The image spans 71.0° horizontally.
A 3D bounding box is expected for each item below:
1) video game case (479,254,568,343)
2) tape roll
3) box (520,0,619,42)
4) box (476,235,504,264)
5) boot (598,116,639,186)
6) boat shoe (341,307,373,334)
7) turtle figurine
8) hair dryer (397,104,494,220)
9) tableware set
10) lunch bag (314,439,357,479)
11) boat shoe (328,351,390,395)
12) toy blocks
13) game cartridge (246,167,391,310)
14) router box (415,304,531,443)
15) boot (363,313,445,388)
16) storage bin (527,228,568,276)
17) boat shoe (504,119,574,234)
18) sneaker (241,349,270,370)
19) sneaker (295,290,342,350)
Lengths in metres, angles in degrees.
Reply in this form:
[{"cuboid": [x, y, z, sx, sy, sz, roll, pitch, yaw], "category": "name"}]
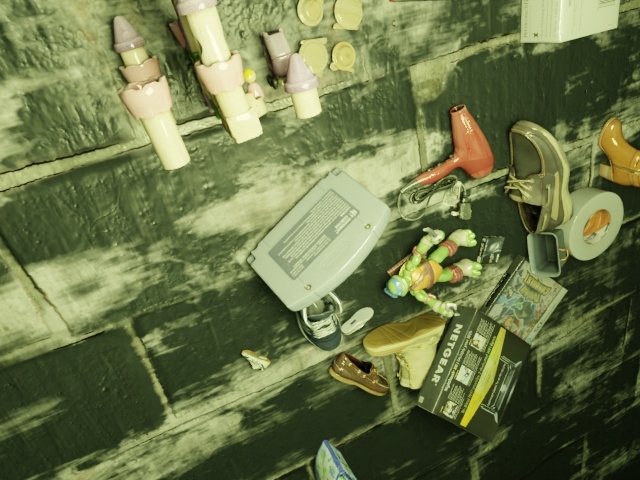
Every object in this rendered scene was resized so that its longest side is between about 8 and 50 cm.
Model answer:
[{"cuboid": [0.637, 0.205, 1.422, 0.275, 0.035, 0.248, 28, 98, -31], "category": "video game case"}, {"cuboid": [0.815, -0.052, 1.374, 0.220, 0.072, 0.218, -10, 115, -21], "category": "tape roll"}, {"cuboid": [0.570, -0.561, 1.023, 0.182, 0.119, 0.180, -19, 118, -15], "category": "box"}, {"cuboid": [0.488, 0.027, 1.290, 0.067, 0.018, 0.083, 0, 111, -24], "category": "box"}, {"cuboid": [0.880, -0.248, 1.273, 0.073, 0.152, 0.197, -26, 119, -13], "category": "boot"}, {"cuboid": [0.099, 0.216, 1.190, 0.100, 0.035, 0.035, -38, 148, -10], "category": "boat shoe"}, {"cuboid": [0.316, 0.074, 1.109, 0.267, 0.197, 0.274, -23, 162, -33], "category": "turtle figurine"}, {"cuboid": [0.322, -0.179, 1.095, 0.224, 0.080, 0.293, 1, 110, -24], "category": "hair dryer"}, {"cuboid": [0.018, -0.410, 0.892, 0.141, 0.020, 0.168, -6, 108, -28], "category": "tableware set"}, {"cuboid": [0.040, 0.674, 1.295, 0.097, 0.129, 0.151, -14, 114, -20], "category": "lunch bag"}, {"cuboid": [0.122, 0.367, 1.236, 0.207, 0.073, 0.073, 29, 99, -31], "category": "boat shoe"}, {"cuboid": [-0.168, -0.313, 0.696, 0.309, 0.288, 0.259, -23, 124, -11], "category": "toy blocks"}, {"cuboid": [0.000, 0.000, 0.959, 0.294, 0.196, 0.060, -45, 145, -1], "category": "game cartridge"}, {"cuboid": [0.436, 0.375, 1.267, 0.243, 0.081, 0.308, 33, 77, -21], "category": "router box"}, {"cuboid": [0.231, 0.328, 1.255, 0.262, 0.095, 0.203, -11, 115, -31], "category": "boot"}, {"cuboid": [0.682, 0.027, 1.323, 0.091, 0.098, 0.135, -24, 107, -38], "category": "storage bin"}, {"cuboid": [0.568, -0.148, 1.189, 0.130, 0.132, 0.355, -39, 120, -5], "category": "boat shoe"}, {"cuboid": [-0.163, 0.298, 1.103, 0.083, 0.032, 0.036, 34, 94, -31], "category": "sneaker"}, {"cuboid": [0.002, 0.187, 1.060, 0.099, 0.153, 0.282, -28, 120, -11], "category": "sneaker"}]
